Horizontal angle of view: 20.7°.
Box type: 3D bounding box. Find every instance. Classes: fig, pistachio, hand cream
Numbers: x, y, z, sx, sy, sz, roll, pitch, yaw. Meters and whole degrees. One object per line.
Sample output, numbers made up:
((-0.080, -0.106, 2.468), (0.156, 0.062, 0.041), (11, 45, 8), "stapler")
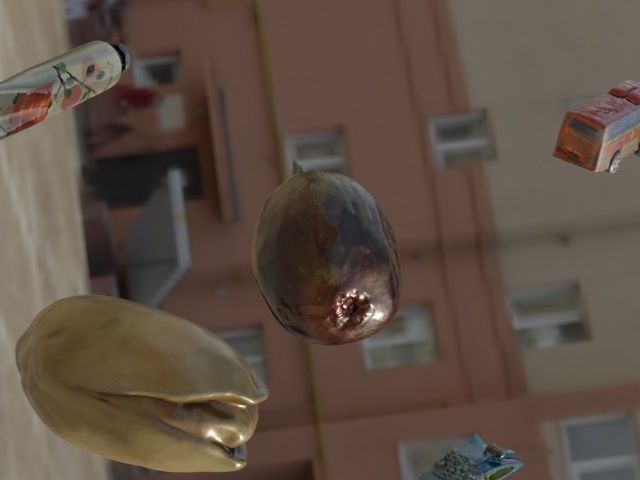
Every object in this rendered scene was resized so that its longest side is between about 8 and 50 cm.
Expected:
((0.000, 0.000, 1.221), (0.154, 0.103, 0.109), (-110, -166, -52), "fig")
((-0.192, 0.143, 1.792), (0.181, 0.293, 0.162), (-6, 107, -63), "pistachio")
((-0.273, -0.151, 1.748), (0.234, 0.050, 0.080), (-35, 154, -50), "hand cream")

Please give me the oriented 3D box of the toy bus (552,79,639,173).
((0.325, -0.126, 1.953), (0.192, 0.065, 0.077), (-28, 137, -54), "toy bus")

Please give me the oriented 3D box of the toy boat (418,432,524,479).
((0.152, 0.321, 2.073), (0.098, 0.238, 0.109), (43, -27, 16), "toy boat")
